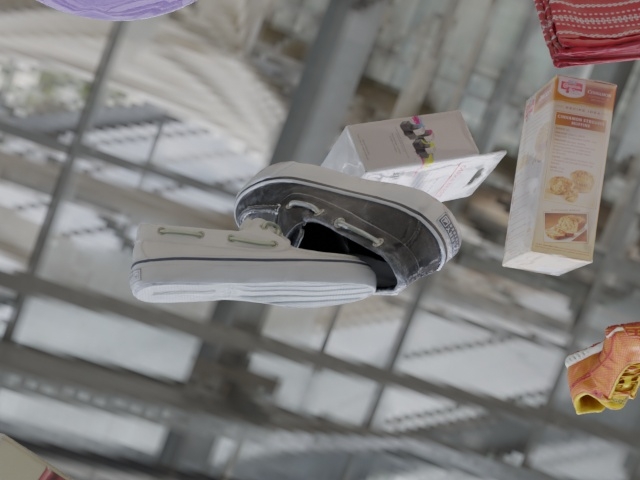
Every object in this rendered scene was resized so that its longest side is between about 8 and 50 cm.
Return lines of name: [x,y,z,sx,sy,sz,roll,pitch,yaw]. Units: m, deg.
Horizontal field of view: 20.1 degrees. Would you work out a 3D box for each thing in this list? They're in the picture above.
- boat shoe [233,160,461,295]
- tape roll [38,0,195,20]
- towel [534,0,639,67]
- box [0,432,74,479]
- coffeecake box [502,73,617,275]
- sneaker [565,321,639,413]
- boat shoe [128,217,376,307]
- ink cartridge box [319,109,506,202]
boat shoe: [0.000,0.000,1.753,0.301,0.108,0.102,12,-136,47]
tape roll: [-0.128,-0.236,1.115,0.189,0.189,0.080,18,-143,-14]
towel: [0.299,-0.249,1.719,0.199,0.031,0.275,-5,-144,1]
box: [-0.209,0.269,1.447,0.232,0.127,0.148,36,162,-13]
coffeecake box: [0.247,-0.065,1.884,0.068,0.185,0.142,10,173,-5]
sneaker: [0.278,0.114,1.646,0.064,0.067,0.175,-5,160,-15]
boat shoe: [-0.061,0.014,1.653,0.226,0.076,0.083,2,160,-10]
ink cartridge box: [0.097,-0.084,1.951,0.181,0.104,0.061,-9,-115,-29]
